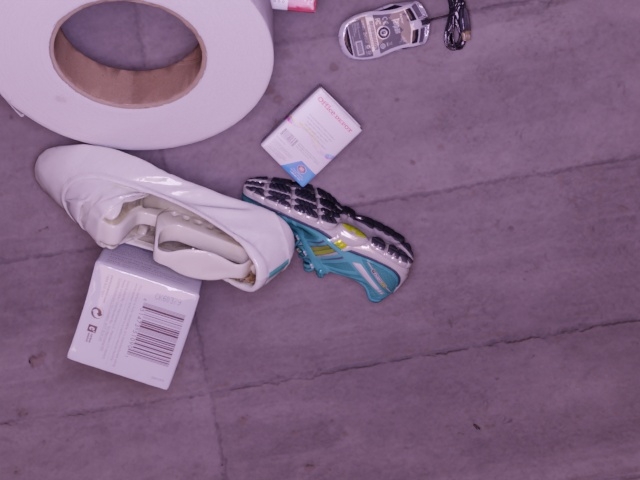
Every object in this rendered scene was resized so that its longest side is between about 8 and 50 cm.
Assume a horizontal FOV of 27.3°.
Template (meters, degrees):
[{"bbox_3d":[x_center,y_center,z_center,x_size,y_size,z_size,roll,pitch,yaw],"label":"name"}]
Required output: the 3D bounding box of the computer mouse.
[{"bbox_3d":[0.117,-0.309,1.878,0.193,0.042,0.106,-13,108,-4],"label":"computer mouse"}]

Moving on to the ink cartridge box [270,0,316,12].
[{"bbox_3d":[-0.088,-0.386,1.811,0.176,0.127,0.128,5,103,-1],"label":"ink cartridge box"}]

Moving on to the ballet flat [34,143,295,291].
[{"bbox_3d":[-0.235,-0.029,1.847,0.400,0.139,0.139,18,102,6],"label":"ballet flat"}]

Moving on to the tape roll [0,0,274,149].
[{"bbox_3d":[-0.255,-0.267,1.749,0.392,0.072,0.392,-1,144,0],"label":"tape roll"}]

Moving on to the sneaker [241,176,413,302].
[{"bbox_3d":[0.000,0.000,1.919,0.275,0.107,0.110,31,114,-5],"label":"sneaker"}]

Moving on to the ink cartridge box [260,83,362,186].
[{"bbox_3d":[-0.013,-0.153,1.904,0.122,0.052,0.088,-43,100,9],"label":"ink cartridge box"}]

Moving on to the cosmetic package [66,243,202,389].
[{"bbox_3d":[-0.259,0.097,1.890,0.151,0.183,0.151,18,102,-6],"label":"cosmetic package"}]
